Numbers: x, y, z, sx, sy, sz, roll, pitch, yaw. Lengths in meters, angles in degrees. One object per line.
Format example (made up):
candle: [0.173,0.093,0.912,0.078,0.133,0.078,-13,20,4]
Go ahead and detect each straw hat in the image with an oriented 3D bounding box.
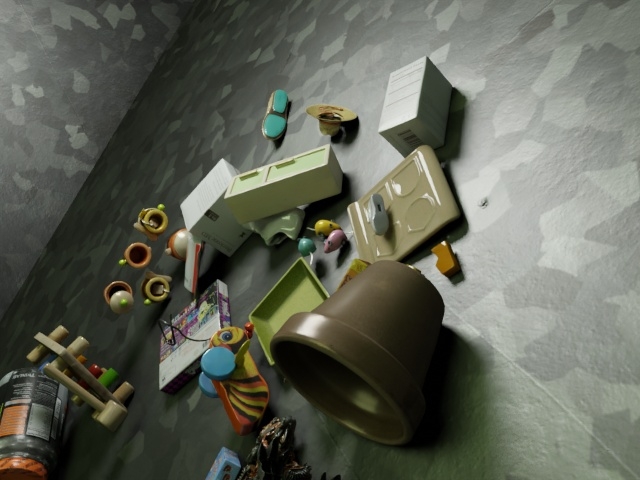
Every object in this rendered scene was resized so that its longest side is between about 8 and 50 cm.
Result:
straw hat: [0.025,-0.305,1.642,0.144,0.144,0.061,-125,37,-55]

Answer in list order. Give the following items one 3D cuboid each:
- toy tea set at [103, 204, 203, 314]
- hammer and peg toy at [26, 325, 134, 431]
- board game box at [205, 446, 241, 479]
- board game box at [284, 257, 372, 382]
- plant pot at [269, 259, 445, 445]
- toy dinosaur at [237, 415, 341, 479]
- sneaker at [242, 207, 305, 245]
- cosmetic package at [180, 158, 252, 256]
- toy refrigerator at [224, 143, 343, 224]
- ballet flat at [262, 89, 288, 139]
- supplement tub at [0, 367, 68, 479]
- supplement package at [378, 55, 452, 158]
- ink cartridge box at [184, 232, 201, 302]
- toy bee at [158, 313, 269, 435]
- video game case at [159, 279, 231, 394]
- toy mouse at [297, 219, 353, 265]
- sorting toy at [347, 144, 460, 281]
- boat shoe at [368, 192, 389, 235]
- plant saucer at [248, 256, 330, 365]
toy tea set: [-0.471,0.069,1.796,0.124,0.200,0.336,-6,55,58]
hammer and peg toy: [-0.621,0.356,1.666,0.127,0.266,0.361,-48,28,-25]
board game box: [-0.216,0.501,1.177,0.212,0.039,0.160,-64,4,-13]
board game box: [0.021,0.154,1.176,0.039,0.124,0.260,34,94,15]
plant pot: [0.087,0.159,1.023,0.263,0.263,0.229,1,43,51]
toy dinosaur: [-0.083,0.443,1.060,0.218,0.164,0.322,-40,42,42]
sneaker: [-0.131,-0.029,1.584,0.212,0.080,0.094,-6,70,45]
cosmetic package: [-0.257,-0.089,1.716,0.184,0.151,0.151,-47,35,11]
toy refrigerator: [-0.089,-0.137,1.520,0.269,0.094,0.102,-17,33,17]
ballet flat: [-0.137,-0.365,1.911,0.067,0.073,0.206,124,163,-53]
supplement tub: [-0.850,0.553,1.815,0.207,0.207,0.338,-41,35,19]
supplement package: [0.207,-0.287,1.370,0.105,0.105,0.179,-17,48,42]
ink cartridge box: [-0.343,0.068,1.680,0.179,0.045,0.146,-103,21,-71]
toy bee: [-0.182,0.241,1.311,0.162,0.298,0.195,-28,-8,-32]
video game case: [-0.318,0.241,1.593,0.232,0.041,0.210,-41,35,18]
toy mouse: [0.000,0.000,1.391,0.160,0.031,0.143,-3,36,34]
sorting toy: [0.171,-0.021,1.244,0.229,0.041,0.307,-38,43,27]
boat shoe: [0.112,-0.047,1.270,0.035,0.035,0.100,120,149,-50]
plant saucer: [-0.057,0.155,1.350,0.188,0.045,0.188,-49,34,8]
